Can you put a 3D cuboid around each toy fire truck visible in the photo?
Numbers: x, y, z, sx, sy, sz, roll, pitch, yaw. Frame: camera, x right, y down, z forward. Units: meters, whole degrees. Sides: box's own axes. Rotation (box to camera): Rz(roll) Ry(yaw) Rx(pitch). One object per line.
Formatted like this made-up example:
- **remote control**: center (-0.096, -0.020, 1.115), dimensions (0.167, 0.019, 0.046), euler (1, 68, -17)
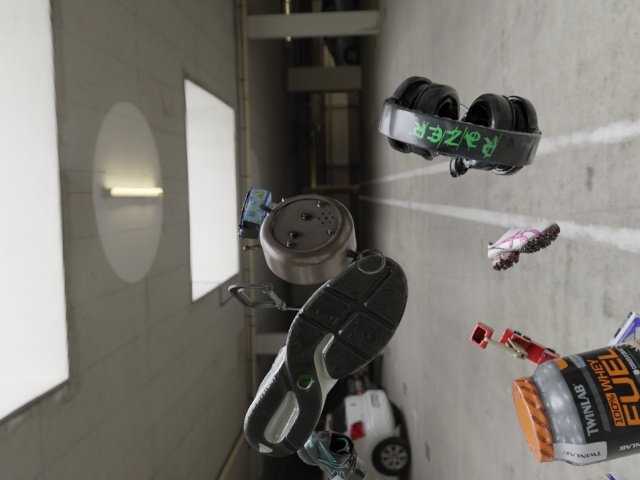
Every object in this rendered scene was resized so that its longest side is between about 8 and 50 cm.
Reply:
- **toy fire truck**: center (0.462, 0.252, 1.426), dimensions (0.135, 0.192, 0.047), euler (-1, -64, -60)

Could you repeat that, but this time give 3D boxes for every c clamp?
- **c clamp**: center (-0.115, 0.119, 1.274), dimensions (0.161, 0.137, 0.022), euler (52, -142, -59)

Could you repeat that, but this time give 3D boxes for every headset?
- **headset**: center (0.228, -0.164, 1.010), dimensions (0.394, 0.243, 0.185), euler (-43, -33, -66)

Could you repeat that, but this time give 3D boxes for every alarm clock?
- **alarm clock**: center (0.000, 0.000, 0.825), dimensions (0.129, 0.192, 0.064), euler (-55, -24, -31)

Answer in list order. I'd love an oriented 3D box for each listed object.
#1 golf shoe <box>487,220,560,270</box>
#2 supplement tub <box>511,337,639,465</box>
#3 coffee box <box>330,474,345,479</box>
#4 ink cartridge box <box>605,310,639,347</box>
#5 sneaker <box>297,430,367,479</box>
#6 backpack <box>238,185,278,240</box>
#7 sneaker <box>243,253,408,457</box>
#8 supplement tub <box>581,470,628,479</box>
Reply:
- **golf shoe**: center (0.481, -0.004, 1.450), dimensions (0.067, 0.186, 0.086), euler (24, -136, -41)
- **supplement tub**: center (0.528, 0.294, 1.102), dimensions (0.193, 0.316, 0.194), euler (-16, -90, -85)
- **coffee box**: center (0.031, 0.828, 1.358), dimensions (0.338, 0.334, 0.338), euler (-20, -60, -38)
- **ink cartridge box**: center (0.745, 0.297, 1.367), dimensions (0.206, 0.208, 0.045), euler (-62, -12, 15)
- **sneaker**: center (0.053, 0.572, 1.586), dimensions (0.267, 0.106, 0.101), euler (40, -145, -36)
- **backpack**: center (-0.145, -0.064, 1.441), dimensions (0.105, 0.084, 0.114), euler (116, 165, -72)
- **sneaker**: center (-0.001, 0.190, 1.216), dimensions (0.447, 0.169, 0.257), euler (-55, 8, 11)
- **supplement tub**: center (0.768, 0.841, 1.768), dimensions (0.241, 0.331, 0.241), euler (-19, -90, -85)
